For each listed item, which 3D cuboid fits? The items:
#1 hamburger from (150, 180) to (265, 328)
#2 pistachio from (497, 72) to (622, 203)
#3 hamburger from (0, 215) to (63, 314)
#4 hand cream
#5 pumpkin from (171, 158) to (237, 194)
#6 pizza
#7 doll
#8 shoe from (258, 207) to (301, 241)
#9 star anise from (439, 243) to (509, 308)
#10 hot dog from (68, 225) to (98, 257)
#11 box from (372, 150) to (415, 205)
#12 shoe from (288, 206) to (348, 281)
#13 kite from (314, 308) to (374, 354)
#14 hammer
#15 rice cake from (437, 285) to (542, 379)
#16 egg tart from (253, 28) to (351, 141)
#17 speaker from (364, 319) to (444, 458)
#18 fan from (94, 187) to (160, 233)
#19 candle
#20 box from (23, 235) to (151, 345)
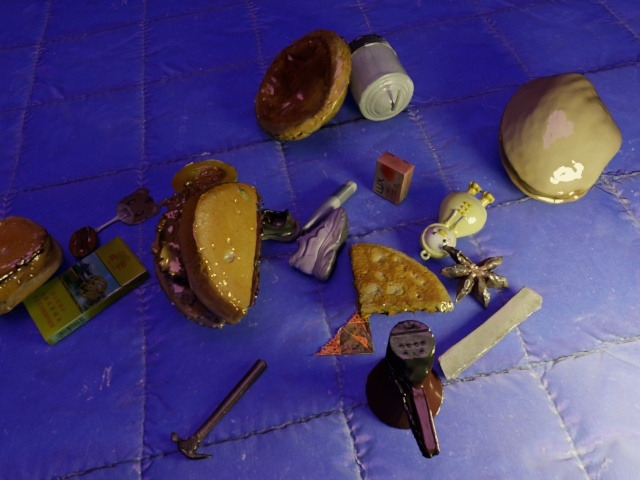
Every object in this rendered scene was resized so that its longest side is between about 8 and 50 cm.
[{"bbox_3d":[-0.339,0.009,1.366,0.268,0.287,0.445,-26,48,33],"label":"hamburger"},{"bbox_3d":[0.744,-0.326,1.540,0.365,0.281,0.445,13,71,5],"label":"pistachio"},{"bbox_3d":[-0.941,0.076,1.470,0.284,0.174,0.304,23,61,37],"label":"hamburger"},{"bbox_3d":[0.023,-0.102,1.569,0.048,0.079,0.255,38,64,13],"label":"hand cream"},{"bbox_3d":[-0.376,-0.180,1.654,0.217,0.110,0.217,-7,43,6],"label":"pumpkin"},{"bbox_3d":[0.219,0.104,1.398,0.268,0.087,0.258,-3,48,0],"label":"pizza"},{"bbox_3d":[0.397,-0.050,1.462,0.141,0.117,0.296,41,68,9],"label":"doll"},{"bbox_3d":[-0.176,-0.056,1.533,0.227,0.112,0.099,1,56,5],"label":"shoe"},{"bbox_3d":[0.433,0.103,1.370,0.208,0.063,0.172,12,69,-6],"label":"star anise"},{"bbox_3d":[-0.765,0.008,1.579,0.089,0.060,0.140,-10,50,-1],"label":"hot dog"},{"bbox_3d":[0.228,-0.197,1.562,0.111,0.156,0.060,34,58,24],"label":"box"},{"bbox_3d":[0.000,0.000,1.486,0.137,0.095,0.245,15,65,13],"label":"shoe"},{"bbox_3d":[0.099,0.271,1.339,0.125,0.008,0.222,35,66,26],"label":"kite"},{"bbox_3d":[-0.244,0.424,1.260,0.125,0.027,0.297,30,63,25],"label":"hammer"},{"bbox_3d":[0.445,0.244,1.291,0.365,0.056,0.073,-34,64,-17],"label":"rice cake"},{"bbox_3d":[-0.047,-0.542,1.774,0.443,0.178,0.443,-17,62,36],"label":"egg tart"},{"bbox_3d":[0.185,0.336,1.106,0.198,0.329,0.259,13,64,15],"label":"speaker"},{"bbox_3d":[-0.667,-0.090,1.673,0.226,0.008,0.152,-34,59,-18],"label":"fan"},{"bbox_3d":[0.208,-0.572,1.788,0.221,0.221,0.342,-16,59,-5],"label":"candle"},{"bbox_3d":[-0.707,0.144,1.492,0.335,0.047,0.187,-38,59,-19],"label":"box"}]
